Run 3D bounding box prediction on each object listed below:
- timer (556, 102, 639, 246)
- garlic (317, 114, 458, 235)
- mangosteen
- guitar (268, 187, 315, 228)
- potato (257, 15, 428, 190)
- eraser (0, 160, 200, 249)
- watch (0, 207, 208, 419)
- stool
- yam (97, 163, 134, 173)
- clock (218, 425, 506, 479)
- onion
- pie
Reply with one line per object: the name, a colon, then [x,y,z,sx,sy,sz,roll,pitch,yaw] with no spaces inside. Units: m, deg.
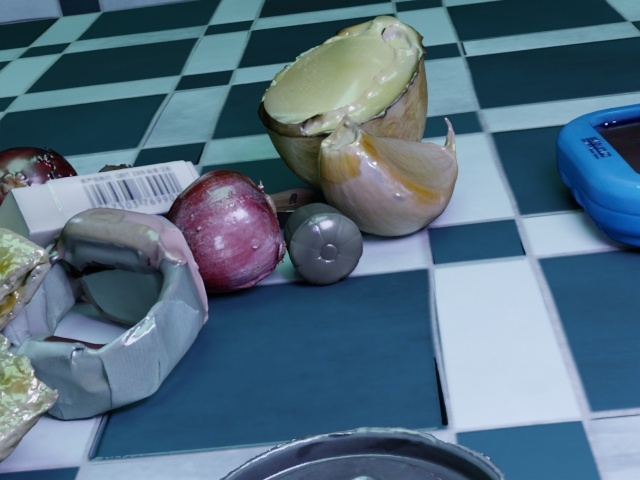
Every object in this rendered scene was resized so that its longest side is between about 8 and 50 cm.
timer: [0.486,-0.096,1.454,0.309,0.115,0.340,-7,24,-1]
garlic: [0.103,-0.089,1.508,0.145,0.164,0.245,3,5,44]
mangosteen: [-0.436,-0.063,1.647,0.166,0.166,0.180,-11,-1,-8]
guitar: [-0.141,-0.041,1.624,0.271,0.038,0.084,-4,23,5]
potato: [0.052,-0.179,1.651,0.242,0.242,0.285,9,47,34]
eraser: [-0.295,-0.030,1.471,0.279,0.081,0.124,-13,-24,-41]
watch: [-0.258,0.094,1.259,0.253,0.161,0.241,7,41,37]
stool: [0.000,0.000,1.424,0.096,0.096,0.110,-12,19,-9]
yam: [-0.316,-0.059,1.672,0.079,0.079,0.141,-8,26,0]
clock: [0.028,0.251,0.894,0.281,0.055,0.280,-6,24,3]
onion: [-0.145,0.000,1.403,0.195,0.159,0.159,-25,26,-5]
pie: [-0.415,0.131,1.143,0.337,0.075,0.337,-13,52,17]
